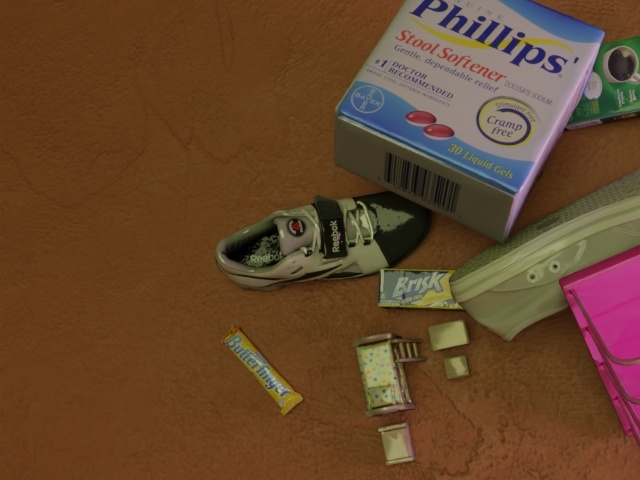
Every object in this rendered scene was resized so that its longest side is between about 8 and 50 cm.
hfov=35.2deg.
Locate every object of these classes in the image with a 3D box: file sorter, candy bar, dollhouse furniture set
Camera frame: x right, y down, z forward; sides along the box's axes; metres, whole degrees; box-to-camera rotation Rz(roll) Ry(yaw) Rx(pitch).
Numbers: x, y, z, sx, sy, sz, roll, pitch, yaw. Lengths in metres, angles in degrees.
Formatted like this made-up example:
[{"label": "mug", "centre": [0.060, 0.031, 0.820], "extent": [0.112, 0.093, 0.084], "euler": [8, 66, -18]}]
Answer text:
[{"label": "file sorter", "centre": [0.458, 0.162, 1.245], "extent": [0.202, 0.290, 0.182], "euler": [-25, 31, 10]}, {"label": "candy bar", "centre": [-0.092, 0.198, 1.553], "extent": [0.040, 0.018, 0.161], "euler": [-45, 74, 4]}, {"label": "dollhouse furniture set", "centre": [0.146, 0.217, 1.441], "extent": [0.161, 0.101, 0.181], "euler": [-14, 78, 13]}]

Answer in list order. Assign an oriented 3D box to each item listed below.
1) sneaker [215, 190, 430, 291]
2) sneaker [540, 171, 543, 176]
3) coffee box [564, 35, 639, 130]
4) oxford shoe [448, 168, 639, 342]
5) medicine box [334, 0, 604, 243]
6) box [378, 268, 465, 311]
[{"label": "sneaker", "centre": [0.000, 0.000, 1.496], "extent": [0.331, 0.146, 0.122], "euler": [-18, 75, 10]}, {"label": "sneaker", "centre": [0.203, -0.182, 1.491], "extent": [0.300, 0.111, 0.121], "euler": [34, 87, 15]}, {"label": "coffee box", "centre": [0.431, -0.229, 1.453], "extent": [0.184, 0.040, 0.113], "euler": [-12, 77, 24]}, {"label": "oxford shoe", "centre": [0.387, 0.002, 1.332], "extent": [0.449, 0.169, 0.130], "euler": [-30, 93, 18]}, {"label": "medicine box", "centre": [0.198, -0.190, 1.369], "extent": [0.264, 0.149, 0.289], "euler": [26, 68, 13]}, {"label": "box", "centre": [0.172, 0.074, 1.482], "extent": [0.169, 0.054, 0.059], "euler": [1, 82, 14]}]
